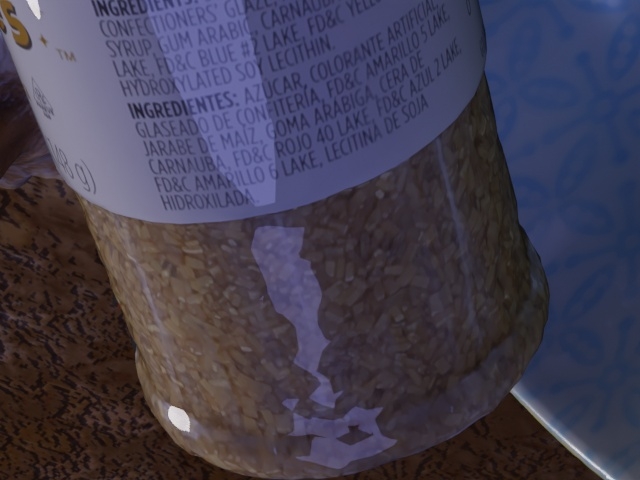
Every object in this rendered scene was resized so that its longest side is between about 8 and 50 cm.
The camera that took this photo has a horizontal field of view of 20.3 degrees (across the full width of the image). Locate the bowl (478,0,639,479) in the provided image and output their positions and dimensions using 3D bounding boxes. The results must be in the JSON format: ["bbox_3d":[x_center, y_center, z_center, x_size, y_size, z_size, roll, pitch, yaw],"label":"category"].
[{"bbox_3d":[0.129,-0.064,0.495,0.156,0.289,0.289,-32,156,-22],"label":"bowl"}]

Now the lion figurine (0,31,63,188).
[{"bbox_3d":[-0.237,-0.144,0.486,0.392,0.142,0.240,25,155,5],"label":"lion figurine"}]

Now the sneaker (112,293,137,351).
[{"bbox_3d":[0.000,-0.001,0.667,0.145,0.090,0.270,5,167,-2],"label":"sneaker"}]

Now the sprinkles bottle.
[{"bbox_3d":[-0.035,-0.108,0.408,0.121,0.121,0.355,-6,126,16],"label":"sprinkles bottle"}]
